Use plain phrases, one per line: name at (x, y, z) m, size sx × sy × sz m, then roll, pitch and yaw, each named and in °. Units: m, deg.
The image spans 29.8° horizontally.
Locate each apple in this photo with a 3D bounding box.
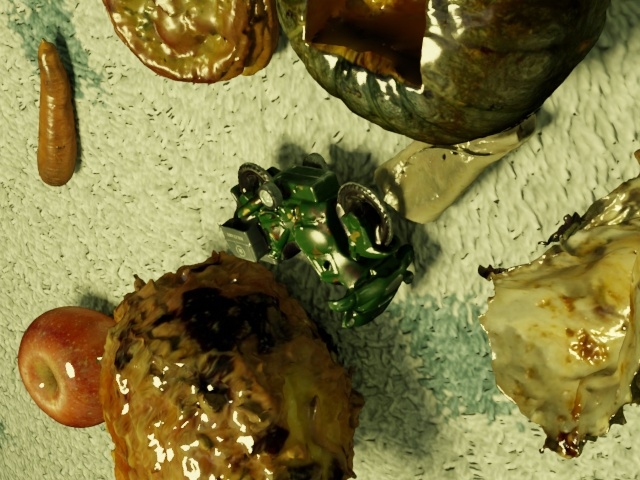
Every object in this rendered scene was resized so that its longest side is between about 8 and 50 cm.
apple at (-0.378, 0.196, 1.909) m, size 0.201 × 0.162 × 0.201 m, roll 17°, pitch 119°, yaw 33°

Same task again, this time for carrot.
carrot at (-0.377, -0.178, 1.708) m, size 0.059 × 0.059 × 0.247 m, roll 34°, pitch 136°, yaw 28°

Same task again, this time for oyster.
oyster at (0.249, 0.043, 1.095) m, size 0.198 × 0.133 × 0.337 m, roll 42°, pitch 139°, yaw 23°

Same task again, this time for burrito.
burrito at (0.130, -0.081, 1.195) m, size 0.087 × 0.060 × 0.226 m, roll 61°, pitch 146°, yaw 8°

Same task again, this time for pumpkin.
pumpkin at (0.096, -0.230, 1.013) m, size 0.320 × 0.192 × 0.320 m, roll 27°, pitch 135°, yaw 31°

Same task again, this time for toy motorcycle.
toy motorcycle at (0.000, 0.000, 1.358) m, size 0.275 × 0.125 × 0.187 m, roll 16°, pitch 132°, yaw 48°

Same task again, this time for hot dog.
hot dog at (-0.135, -0.296, 1.280) m, size 0.196 × 0.122 × 0.272 m, roll 8°, pitch 125°, yaw 14°

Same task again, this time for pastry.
pastry at (-0.121, 0.189, 1.508) m, size 0.405 × 0.292 × 0.337 m, roll -2°, pitch 106°, yaw 62°
